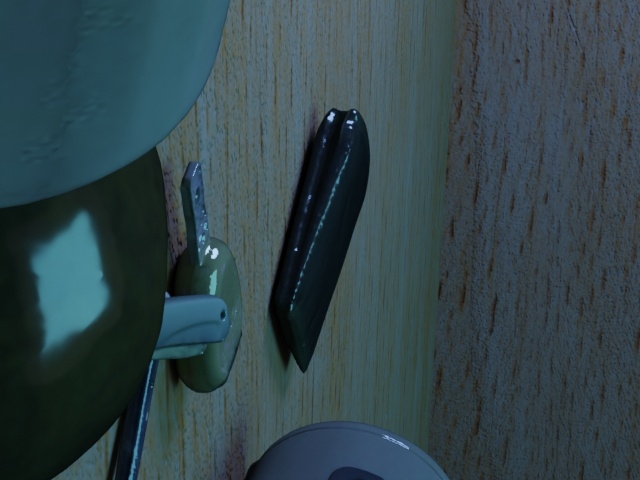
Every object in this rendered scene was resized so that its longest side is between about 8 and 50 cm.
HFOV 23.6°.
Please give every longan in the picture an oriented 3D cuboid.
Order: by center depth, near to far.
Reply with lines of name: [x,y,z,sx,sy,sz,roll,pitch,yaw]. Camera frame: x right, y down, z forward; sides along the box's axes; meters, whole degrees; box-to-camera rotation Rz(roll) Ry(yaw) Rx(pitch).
longan: [-0.132,0.000,0.516,0.167,0.167,0.187,86,10,-45]

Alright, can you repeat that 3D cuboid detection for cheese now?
cheese: [-0.086,0.021,1.123,0.097,0.037,0.192,-74,167,-46]

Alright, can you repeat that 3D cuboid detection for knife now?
knife: [-0.103,0.060,1.023,0.162,0.023,0.044,-4,99,-69]

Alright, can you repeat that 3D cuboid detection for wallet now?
wallet: [0.000,0.000,1.570,0.168,0.052,0.245,79,25,-60]

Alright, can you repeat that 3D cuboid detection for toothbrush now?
toothbrush: [-0.132,0.170,1.016,0.024,0.026,0.288,71,26,-69]

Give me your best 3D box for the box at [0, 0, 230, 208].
box: [-0.121,-0.148,0.402,0.262,0.291,0.206,-19,140,-34]

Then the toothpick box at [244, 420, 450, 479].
toothpick box: [0.000,0.309,1.295,0.316,0.229,0.229,-61,155,-60]
